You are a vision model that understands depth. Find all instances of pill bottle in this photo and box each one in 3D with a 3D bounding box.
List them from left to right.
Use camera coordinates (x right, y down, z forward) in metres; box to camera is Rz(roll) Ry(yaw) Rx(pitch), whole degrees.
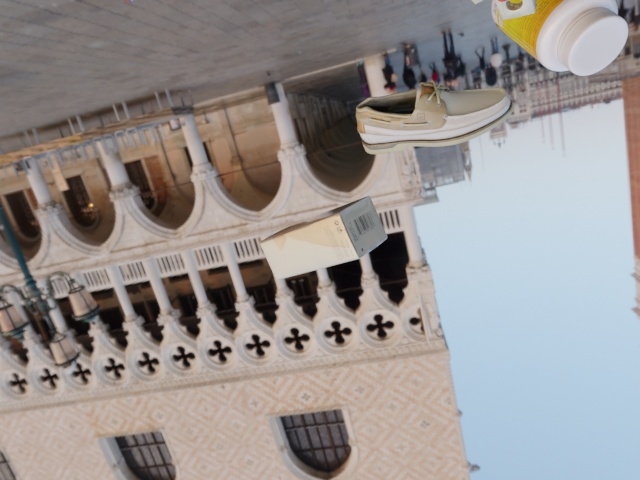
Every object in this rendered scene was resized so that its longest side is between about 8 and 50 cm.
[{"bbox_3d":[0.366,-0.345,0.678,0.117,0.117,0.215,-15,-132,-1],"label":"pill bottle"}]

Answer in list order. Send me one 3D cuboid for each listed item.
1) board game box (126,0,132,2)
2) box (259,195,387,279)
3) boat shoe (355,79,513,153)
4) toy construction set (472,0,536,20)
[{"bbox_3d":[-0.405,-0.599,0.810,0.027,0.145,0.281,32,178,14],"label":"board game box"},{"bbox_3d":[0.000,0.000,1.148,0.311,0.121,0.148,-18,-170,42],"label":"box"},{"bbox_3d":[0.213,-0.252,0.861,0.302,0.103,0.113,-9,-138,23],"label":"boat shoe"},{"bbox_3d":[0.171,-0.400,0.453,0.151,0.328,0.215,0,157,18],"label":"toy construction set"}]
